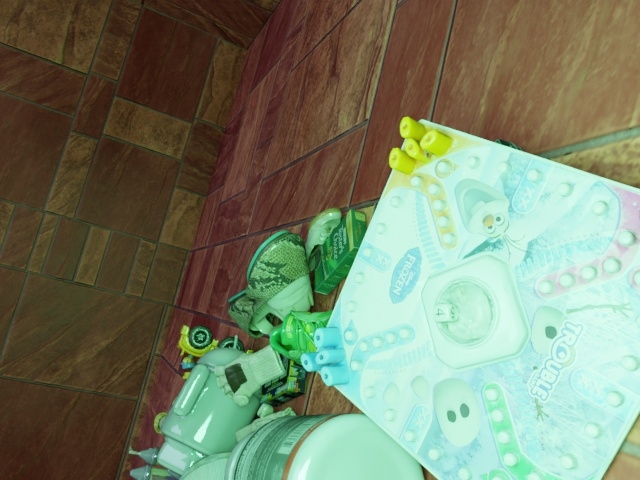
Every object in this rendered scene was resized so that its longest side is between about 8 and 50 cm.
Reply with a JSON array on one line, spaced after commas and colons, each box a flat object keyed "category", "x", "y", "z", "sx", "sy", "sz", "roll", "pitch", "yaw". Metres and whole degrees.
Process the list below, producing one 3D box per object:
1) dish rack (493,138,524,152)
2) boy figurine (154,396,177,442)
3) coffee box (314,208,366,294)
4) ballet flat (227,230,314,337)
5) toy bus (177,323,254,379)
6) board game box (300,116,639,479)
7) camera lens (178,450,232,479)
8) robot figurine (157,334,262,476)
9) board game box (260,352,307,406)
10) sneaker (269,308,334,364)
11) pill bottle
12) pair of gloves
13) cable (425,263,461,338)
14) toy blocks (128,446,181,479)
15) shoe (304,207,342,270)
[{"category": "dish rack", "x": 0.217, "y": -0.001, "z": 0.775, "sx": 0.271, "sy": 0.074, "sz": 0.208, "roll": -53, "pitch": 30, "yaw": 38}, {"category": "boy figurine", "x": -0.511, "y": 0.631, "z": 1.893, "sx": 0.285, "sy": 0.092, "sz": 0.177, "roll": -24, "pitch": 56, "yaw": 61}, {"category": "coffee box", "x": 0.042, "y": 0.027, "z": 1.218, "sx": 0.184, "sy": 0.041, "sz": 0.113, "roll": -50, "pitch": 30, "yaw": 45}, {"category": "ballet flat", "x": -0.109, "y": 0.140, "z": 1.352, "sx": 0.182, "sy": 0.164, "sz": 0.483, "roll": 55, "pitch": 150, "yaw": 9}, {"category": "toy bus", "x": -0.329, "y": 0.365, "z": 1.580, "sx": 0.149, "sy": 0.220, "sz": 0.211, "roll": 136, "pitch": 157, "yaw": -75}, {"category": "board game box", "x": 0.168, "y": 0.083, "z": 0.634, "sx": 0.390, "sy": 0.050, "sz": 0.389, "roll": 32, "pitch": 105, "yaw": 43}, {"category": "camera lens", "x": -0.185, "y": 0.589, "z": 1.100, "sx": 0.219, "sy": 0.220, "sz": 0.274, "roll": -67, "pitch": 22, "yaw": 14}, {"category": "robot figurine", "x": -0.265, "y": 0.423, "z": 1.386, "sx": 0.353, "sy": 0.200, "sz": 0.299, "roll": -62, "pitch": -29, "yaw": -26}, {"category": "board game box", "x": -0.085, "y": 0.310, "z": 1.306, "sx": 0.170, "sy": 0.048, "sz": 0.141, "roll": -42, "pitch": 34, "yaw": 52}, {"category": "sneaker", "x": -0.014, "y": 0.195, "z": 1.108, "sx": 0.295, "sy": 0.124, "sz": 0.109, "roll": -36, "pitch": 42, "yaw": 51}, {"category": "pill bottle", "x": -0.018, "y": 0.385, "z": 0.861, "sx": 0.363, "sy": 0.210, "sz": 0.210, "roll": -34, "pitch": 43, "yaw": 59}, {"category": "pair of gloves", "x": -0.145, "y": 0.372, "z": 1.230, "sx": 0.204, "sy": 0.042, "sz": 0.240, "roll": -26, "pitch": 76, "yaw": 36}, {"category": "cable", "x": 0.151, "y": 0.051, "z": 0.741, "sx": 0.151, "sy": 0.047, "sz": 0.184, "roll": -26, "pitch": 55, "yaw": 48}, {"category": "toy blocks", "x": -0.409, "y": 0.690, "z": 1.520, "sx": 0.308, "sy": 0.260, "sz": 0.288, "roll": -70, "pitch": 22, "yaw": 6}, {"category": "shoe", "x": 0.000, "y": 0.000, "z": 1.321, "sx": 0.058, "sy": 0.077, "sz": 0.219, "roll": 63, "pitch": 143, "yaw": 24}]
